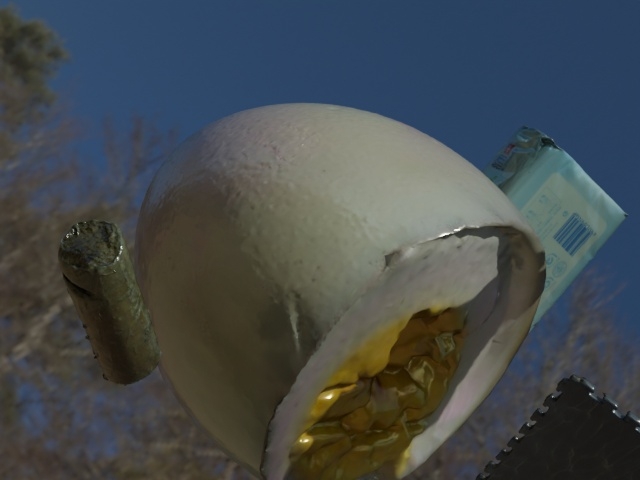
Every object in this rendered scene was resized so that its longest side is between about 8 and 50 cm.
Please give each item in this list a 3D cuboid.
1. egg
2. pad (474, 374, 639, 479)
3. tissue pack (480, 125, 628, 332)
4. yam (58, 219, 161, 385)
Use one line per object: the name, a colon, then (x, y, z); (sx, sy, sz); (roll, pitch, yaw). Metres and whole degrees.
egg: (-0.018, 0.025, 1.412); (0.340, 0.354, 0.354); (42, -43, 32)
pad: (0.236, 0.247, 1.134); (0.269, 0.012, 0.269); (35, -43, 7)
tissue pack: (0.205, 0.017, 1.697); (0.177, 0.263, 0.089); (39, 3, -37)
yam: (-0.155, 0.049, 1.108); (0.054, 0.054, 0.132); (21, -40, 33)
